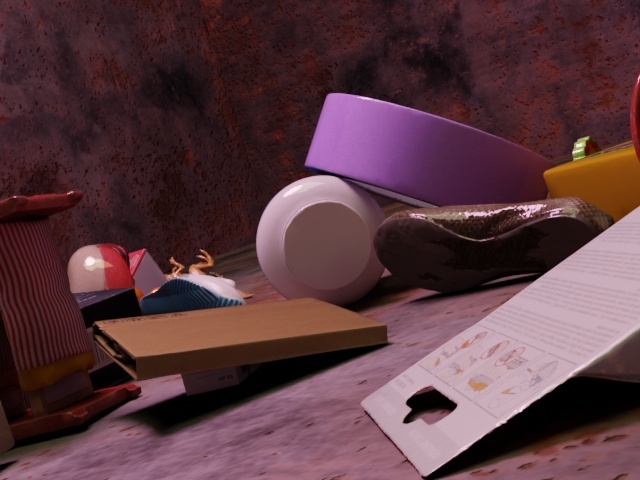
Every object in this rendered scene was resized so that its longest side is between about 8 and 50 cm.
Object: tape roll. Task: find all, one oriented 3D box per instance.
[{"bbox_3d":[0.124,-0.083,1.244,0.274,0.090,0.275,17,1,0],"label":"tape roll"}]

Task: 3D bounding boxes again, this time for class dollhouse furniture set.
[{"bbox_3d":[-0.306,0.088,0.837,0.152,0.201,0.374,-17,2,17],"label":"dollhouse furniture set"}]

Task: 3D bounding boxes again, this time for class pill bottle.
[{"bbox_3d":[0.000,0.000,1.224,0.146,0.146,0.264,-18,2,-2],"label":"pill bottle"}]

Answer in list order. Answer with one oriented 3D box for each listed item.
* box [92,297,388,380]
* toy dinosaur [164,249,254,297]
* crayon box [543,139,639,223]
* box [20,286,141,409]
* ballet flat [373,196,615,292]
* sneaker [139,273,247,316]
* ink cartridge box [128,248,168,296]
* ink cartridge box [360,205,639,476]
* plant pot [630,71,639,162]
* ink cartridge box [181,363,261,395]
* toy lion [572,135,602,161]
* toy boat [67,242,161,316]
[{"bbox_3d":[-0.070,0.076,0.881,0.201,0.021,0.164,-5,7,-22],"label":"box"},{"bbox_3d":[-0.185,0.070,1.734,0.211,0.064,0.112,9,26,15],"label":"toy dinosaur"},{"bbox_3d":[0.371,-0.074,1.075,0.318,0.081,0.202,-19,4,-26],"label":"crayon box"},{"bbox_3d":[-0.290,0.115,1.129,0.158,0.093,0.156,-7,9,34],"label":"box"},{"bbox_3d":[0.153,-0.004,0.981,0.249,0.084,0.058,-8,24,45],"label":"ballet flat"},{"bbox_3d":[-0.125,0.073,1.204,0.092,0.088,0.228,-17,4,-27],"label":"sneaker"},{"bbox_3d":[-0.337,0.097,1.653,0.175,0.072,0.127,-16,33,26],"label":"ink cartridge box"},{"bbox_3d":[0.143,0.052,0.564,0.232,0.066,0.189,-39,5,-4],"label":"ink cartridge box"},{"bbox_3d":[0.332,-0.097,0.775,0.191,0.191,0.174,-18,-5,-8],"label":"plant pot"},{"bbox_3d":[-0.085,0.105,0.897,0.048,0.028,0.083,-15,3,14],"label":"ink cartridge box"},{"bbox_3d":[0.305,-0.068,1.193,0.034,0.096,0.100,-15,3,32],"label":"toy lion"},{"bbox_3d":[-0.242,0.083,1.377,0.151,0.151,0.231,5,1,-5],"label":"toy boat"}]
